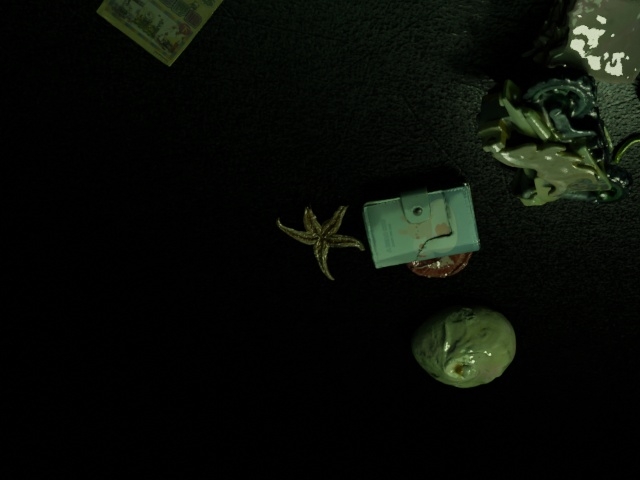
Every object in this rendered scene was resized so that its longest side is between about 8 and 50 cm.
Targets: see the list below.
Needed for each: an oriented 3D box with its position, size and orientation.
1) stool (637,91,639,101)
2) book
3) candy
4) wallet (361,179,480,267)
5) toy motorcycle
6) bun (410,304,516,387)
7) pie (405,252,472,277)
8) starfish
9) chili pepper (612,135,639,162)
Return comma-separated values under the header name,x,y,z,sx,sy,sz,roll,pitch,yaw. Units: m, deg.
name,x,y,z,sx,sy,sz,roll,pitch,yaw
stool,0.693,-0.280,1.232,0.134,0.110,0.135,-24,127,25
book,-0.304,-0.446,1.212,0.168,0.013,0.192,35,124,-25
candy,0.493,-0.378,1.140,0.195,0.137,0.185,8,132,-6
wallet,0.228,-0.037,1.473,0.250,0.075,0.176,-11,106,13
toy motorcycle,0.460,-0.185,1.266,0.237,0.169,0.410,-6,146,34
bun,0.395,0.309,1.738,0.283,0.179,0.283,0,133,0
pie,0.281,0.016,1.564,0.182,0.049,0.182,3,127,4
starfish,0.002,-0.005,1.564,0.213,0.057,0.238,3,129,11
chili pepper,0.657,-0.197,1.373,0.030,0.017,0.083,16,133,-22
